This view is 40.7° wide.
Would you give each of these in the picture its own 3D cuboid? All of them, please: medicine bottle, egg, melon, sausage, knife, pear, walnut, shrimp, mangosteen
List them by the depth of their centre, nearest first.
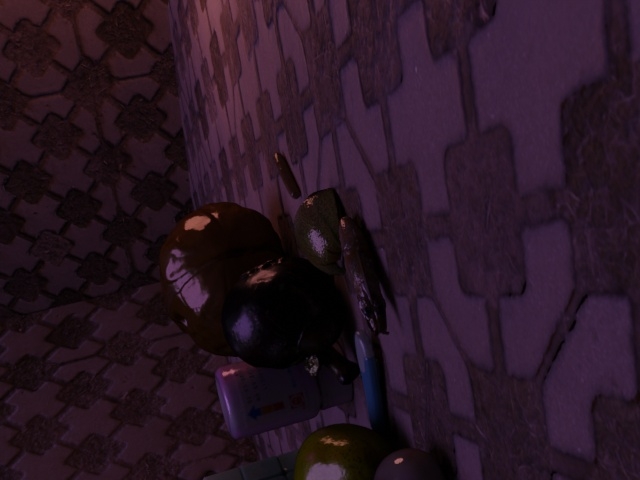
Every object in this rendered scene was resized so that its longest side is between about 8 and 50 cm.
[{"bbox_3d":[0.132,0.357,1.267,0.135,0.103,0.103,127,128,-67],"label":"egg"},{"bbox_3d":[0.066,0.062,1.370,0.126,0.048,0.223,83,173,-56],"label":"shrimp"},{"bbox_3d":[0.054,0.398,1.474,0.220,0.188,0.187,-34,69,52],"label":"pear"},{"bbox_3d":[0.090,0.250,1.500,0.064,0.031,0.221,-133,28,-57],"label":"knife"},{"bbox_3d":[0.000,0.000,1.502,0.128,0.079,0.160,-111,15,-55],"label":"melon"},{"bbox_3d":[-0.050,0.169,1.630,0.289,0.231,0.231,52,163,8],"label":"mangosteen"},{"bbox_3d":[-0.073,0.295,1.734,0.152,0.255,0.151,166,90,-76],"label":"medicine bottle"},{"bbox_3d":[-0.071,-0.136,1.793,0.024,0.024,0.132,91,160,-47],"label":"sausage"},{"bbox_3d":[-0.223,0.097,2.035,0.397,0.308,0.353,98,154,-64],"label":"walnut"}]

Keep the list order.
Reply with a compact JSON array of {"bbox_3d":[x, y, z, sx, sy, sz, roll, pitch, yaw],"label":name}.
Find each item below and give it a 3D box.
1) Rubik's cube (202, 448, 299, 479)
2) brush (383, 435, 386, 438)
[{"bbox_3d":[-0.102,0.778,2.223,0.322,0.316,0.318,-129,29,-59],"label":"Rubik's cube"},{"bbox_3d":[0.120,0.393,1.557,0.016,0.013,0.083,177,78,-75],"label":"brush"}]
